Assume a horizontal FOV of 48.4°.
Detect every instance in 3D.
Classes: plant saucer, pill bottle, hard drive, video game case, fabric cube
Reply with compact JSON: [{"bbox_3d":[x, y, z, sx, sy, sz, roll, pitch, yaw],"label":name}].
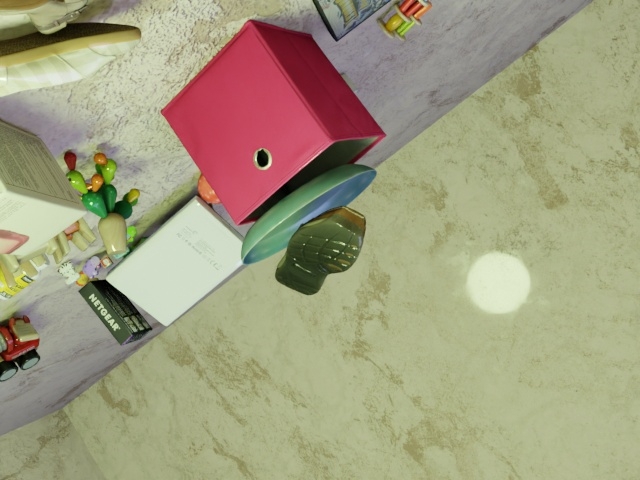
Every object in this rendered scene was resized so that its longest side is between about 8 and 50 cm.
[{"bbox_3d":[-0.031,-0.058,1.393,0.318,0.043,0.317,-35,173,-5],"label":"plant saucer"},{"bbox_3d":[-0.623,0.066,1.473,0.116,0.065,0.065,-36,173,3],"label":"pill bottle"},{"bbox_3d":[-0.353,0.057,1.805,0.319,0.210,0.040,-39,-153,14],"label":"hard drive"},{"bbox_3d":[0.100,-0.484,1.284,0.248,0.035,0.275,-36,173,7],"label":"video game case"},{"bbox_3d":[-0.082,-0.216,1.326,0.254,0.258,0.259,-37,173,26],"label":"fabric cube"}]

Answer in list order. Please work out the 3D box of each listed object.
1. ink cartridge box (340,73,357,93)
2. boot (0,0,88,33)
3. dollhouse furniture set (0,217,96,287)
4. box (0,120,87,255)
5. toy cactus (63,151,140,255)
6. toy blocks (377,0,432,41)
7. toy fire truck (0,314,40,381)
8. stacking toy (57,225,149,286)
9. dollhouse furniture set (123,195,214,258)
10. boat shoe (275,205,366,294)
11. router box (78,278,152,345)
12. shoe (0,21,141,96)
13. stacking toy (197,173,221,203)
[{"bbox_3d":[0.009,-0.341,1.721,0.135,0.056,0.099,-28,170,-42],"label":"ink cartridge box"},{"bbox_3d":[-0.318,-0.263,0.808,0.118,0.042,0.087,-28,176,-23],"label":"boot"},{"bbox_3d":[-0.548,-0.005,1.261,0.262,0.135,0.259,-30,-177,-31],"label":"dollhouse furniture set"},{"bbox_3d":[-0.455,-0.075,0.979,0.127,0.148,0.232,-35,172,2],"label":"box"},{"bbox_3d":[-0.395,-0.062,1.288,0.112,0.180,0.219,-15,168,1],"label":"toy cactus"},{"bbox_3d":[0.208,-0.506,1.553,0.148,0.054,0.123,-39,171,28],"label":"toy blocks"},{"bbox_3d":[-0.792,0.263,1.749,0.217,0.158,0.246,-28,159,-40],"label":"toy fire truck"},{"bbox_3d":[-0.537,0.040,1.781,0.221,0.052,0.167,-36,175,-7],"label":"stacking toy"},{"bbox_3d":[-0.355,0.034,1.952,0.301,0.197,0.151,-36,170,14],"label":"dollhouse furniture set"},{"bbox_3d":[0.000,0.000,1.370,0.120,0.123,0.324,-65,-169,-28],"label":"boat shoe"},{"bbox_3d":[-0.524,0.180,1.824,0.046,0.179,0.133,-41,174,6],"label":"router box"},{"bbox_3d":[-0.322,-0.222,0.868,0.219,0.076,0.058,-22,129,-30],"label":"shoe"},{"bbox_3d":[-0.198,-0.142,1.846,0.141,0.141,0.330,-39,166,29],"label":"stacking toy"}]
